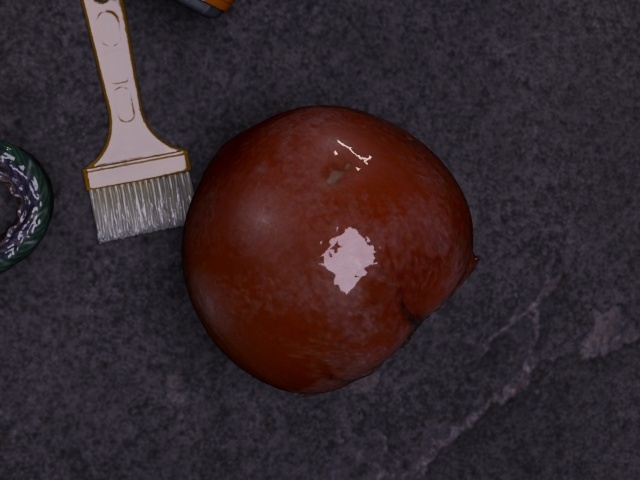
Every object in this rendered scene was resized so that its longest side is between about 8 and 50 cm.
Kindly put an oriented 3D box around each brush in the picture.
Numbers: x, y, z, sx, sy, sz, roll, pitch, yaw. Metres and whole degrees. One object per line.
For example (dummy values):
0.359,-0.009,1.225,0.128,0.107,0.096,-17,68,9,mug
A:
-0.191,-0.139,1.109,0.103,0.013,0.272,-12,96,-13,brush

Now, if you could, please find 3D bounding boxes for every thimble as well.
-0.309,-0.028,1.049,0.135,0.090,0.118,-36,99,-7,thimble

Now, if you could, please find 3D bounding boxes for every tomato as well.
0.000,0.000,1.043,0.264,0.265,0.265,-1,94,-14,tomato

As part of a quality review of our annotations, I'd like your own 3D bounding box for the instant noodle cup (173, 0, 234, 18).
-0.118,-0.282,1.049,0.208,0.177,0.125,21,106,-45,instant noodle cup
